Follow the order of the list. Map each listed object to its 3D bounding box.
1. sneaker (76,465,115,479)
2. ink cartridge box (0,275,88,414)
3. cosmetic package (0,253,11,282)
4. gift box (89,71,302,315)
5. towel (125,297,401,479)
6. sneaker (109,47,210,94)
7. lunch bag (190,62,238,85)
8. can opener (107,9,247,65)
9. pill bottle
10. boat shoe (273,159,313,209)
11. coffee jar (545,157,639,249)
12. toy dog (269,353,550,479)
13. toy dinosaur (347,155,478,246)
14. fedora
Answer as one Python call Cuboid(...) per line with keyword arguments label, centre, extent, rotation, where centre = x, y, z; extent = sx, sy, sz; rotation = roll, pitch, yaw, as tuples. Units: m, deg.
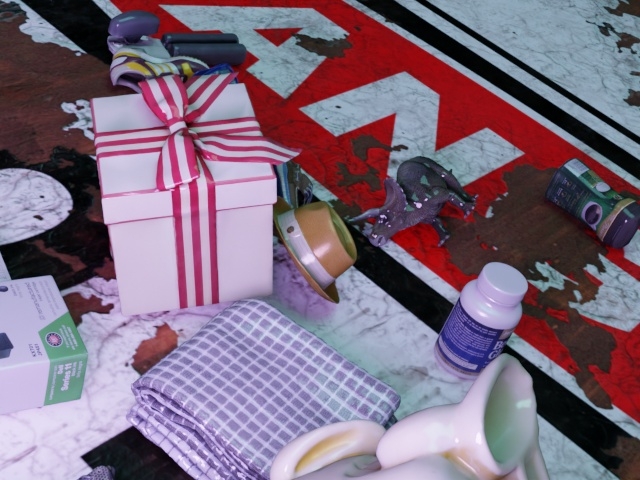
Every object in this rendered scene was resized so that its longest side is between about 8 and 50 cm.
Cuboid(label="sneaker", centre=(-0.291, 0.297, 1.073), extent=(0.228, 0.087, 0.130), rotation=(15, 35, -13))
Cuboid(label="ink cartridge box", centre=(-0.408, 0.132, 1.220), extent=(0.209, 0.086, 0.153), rotation=(-8, 45, -32))
Cuboid(label="cosmetic package", centre=(-0.526, 0.055, 1.281), extent=(0.239, 0.060, 0.099), rotation=(-6, 42, -31))
Cuboid(label="gift box", centre=(-0.175, -0.080, 1.412), extent=(0.277, 0.258, 0.255), rotation=(-12, 45, -14))
Cuboid(label="towel", centre=(-0.061, 0.213, 1.259), extent=(0.284, 0.121, 0.235), rotation=(33, 39, 15))
Cuboid(label="sneaker", centre=(-0.290, -0.293, 1.841), extent=(0.186, 0.069, 0.083), rotation=(6, 47, -10))
Cuboid(label="lunch bag", centre=(-0.191, -0.219, 1.734), extent=(0.096, 0.128, 0.151), rotation=(19, 37, -3))
Cuboid(label="can opener", centre=(-0.270, -0.386, 1.935), extent=(0.284, 0.095, 0.076), rotation=(-7, 46, -33))
Cuboid(label="pill bottle", centre=(0.239, 0.116, 1.486), extent=(0.094, 0.169, 0.094), rotation=(13, 38, -10))
Cuboid(label="boat shoe", centre=(-0.047, -0.086, 1.689), extent=(0.066, 0.066, 0.183), rotation=(10, 38, -17))
Cuboid(label="coffee jar", centre=(0.525, -0.069, 1.923), extent=(0.079, 0.096, 0.184), rotation=(-23, 55, -40))
Cuboid(label="toy dog", centre=(0.011, 0.331, 0.951), extent=(0.395, 0.408, 0.284), rotation=(-34, 103, -60))
Cuboid(label="toy dinosaur", centre=(0.188, -0.093, 1.770), extent=(0.160, 0.121, 0.313), rotation=(37, 41, -1))
Cuboid(label="fedora", centre=(0.000, 0.000, 1.522), extent=(0.194, 0.079, 0.194), rotation=(56, 10, -15))
